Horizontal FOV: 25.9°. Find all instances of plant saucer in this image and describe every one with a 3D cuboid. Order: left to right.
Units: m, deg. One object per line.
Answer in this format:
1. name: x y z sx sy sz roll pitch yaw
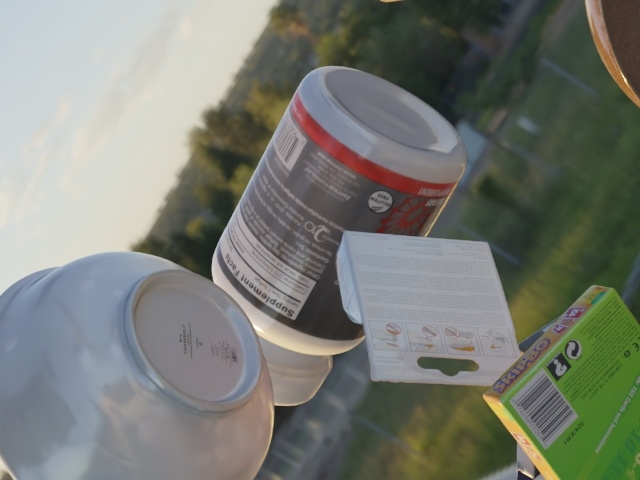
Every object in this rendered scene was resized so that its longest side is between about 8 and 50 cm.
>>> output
1. plant saucer: 0.248 -0.174 1.006 0.036 0.198 0.199 -6 46 48

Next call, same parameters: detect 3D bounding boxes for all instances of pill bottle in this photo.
1. pill bottle: 0.000 0.000 1.614 0.363 0.210 0.210 -61 3 26

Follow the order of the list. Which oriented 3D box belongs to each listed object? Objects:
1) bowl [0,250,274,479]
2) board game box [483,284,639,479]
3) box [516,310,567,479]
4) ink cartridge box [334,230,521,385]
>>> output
1. bowl: -0.146 0.119 1.241 0.134 0.298 0.298 -41 14 36
2. board game box: 0.240 0.170 1.058 0.124 0.259 0.039 -43 17 -14
3. box: 0.299 0.203 1.752 0.136 0.036 0.225 -29 -52 -35
4. ink cartridge box: 0.097 0.070 1.237 0.045 0.145 0.179 108 161 -44
